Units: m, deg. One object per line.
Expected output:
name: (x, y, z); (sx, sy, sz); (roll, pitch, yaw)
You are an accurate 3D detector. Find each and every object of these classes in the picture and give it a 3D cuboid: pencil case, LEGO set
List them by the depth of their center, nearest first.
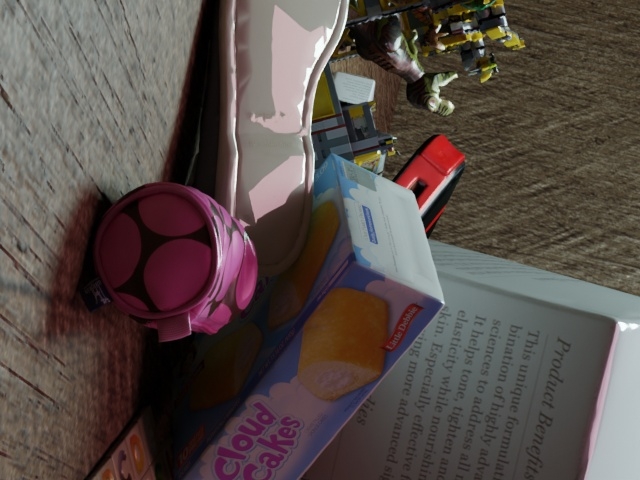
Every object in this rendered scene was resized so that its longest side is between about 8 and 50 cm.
pencil case: (-0.093, 0.020, 1.066); (0.209, 0.095, 0.098); (23, 44, -83)
LEGO set: (0.065, -0.140, 1.431); (0.331, 0.254, 0.192); (163, -87, -83)

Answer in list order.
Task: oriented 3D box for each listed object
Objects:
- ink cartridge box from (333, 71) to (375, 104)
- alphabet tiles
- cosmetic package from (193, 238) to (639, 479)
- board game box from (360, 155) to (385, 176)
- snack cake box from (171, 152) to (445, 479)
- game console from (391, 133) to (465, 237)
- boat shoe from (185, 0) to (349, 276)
ink cartridge box: (0.000, 0.000, 2.118); (0.324, 0.071, 0.330); (97, 6, -48)
alphabet tiles: (-0.130, 0.245, 1.221); (0.237, 0.009, 0.198); (-56, 134, -75)
cosmetic package: (0.109, 0.179, 1.510); (0.327, 0.393, 0.330); (3, 101, -64)
board game box: (0.052, -0.050, 2.046); (0.154, 0.026, 0.103); (-66, 168, -54)
snack cake box: (-0.019, 0.080, 1.277); (0.264, 0.089, 0.152); (-53, -153, 26)
game console: (0.036, 0.065, 1.972); (0.386, 0.060, 0.342); (-50, 173, -22)
boat shoe: (-0.056, -0.133, 1.234); (0.099, 0.116, 0.320); (5, -91, 52)
